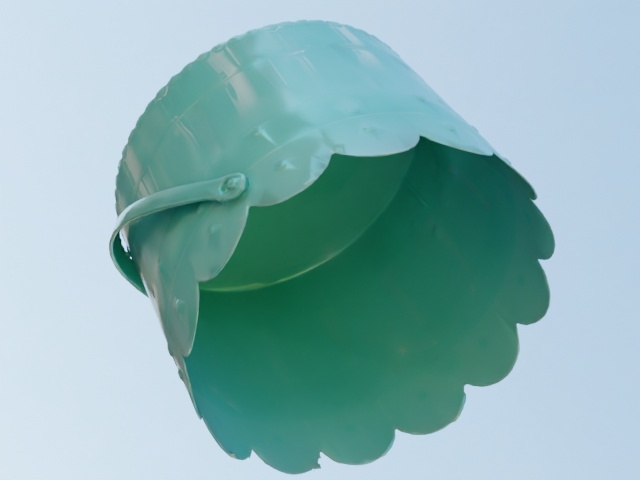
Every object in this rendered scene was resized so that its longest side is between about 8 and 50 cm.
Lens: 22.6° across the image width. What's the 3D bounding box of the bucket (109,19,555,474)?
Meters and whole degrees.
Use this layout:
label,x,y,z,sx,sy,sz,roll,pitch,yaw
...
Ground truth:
label,x,y,z,sx,sy,sz,roll,pitch,yaw
bucket,0.000,0.000,1.082,0.183,0.281,0.281,-124,-162,-44
